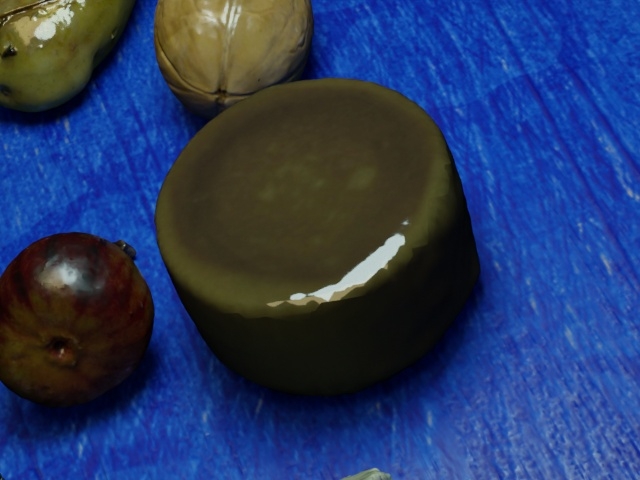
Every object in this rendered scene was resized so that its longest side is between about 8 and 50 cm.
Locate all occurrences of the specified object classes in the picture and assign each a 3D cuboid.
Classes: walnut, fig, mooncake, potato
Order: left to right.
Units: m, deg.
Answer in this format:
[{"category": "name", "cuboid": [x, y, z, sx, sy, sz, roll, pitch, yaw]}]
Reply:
[{"category": "potato", "cuboid": [-0.282, -0.273, 2.121, 0.173, 0.140, 0.300, 2, 53, 26]}, {"category": "fig", "cuboid": [-0.227, 0.051, 1.786, 0.148, 0.149, 0.202, 14, 59, -19]}, {"category": "walnut", "cuboid": [-0.090, -0.216, 1.992, 0.165, 0.165, 0.197, -4, 40, 15]}, {"category": "mooncake", "cuboid": [0.000, 0.000, 1.757, 0.284, 0.155, 0.284, -8, 48, 9]}]

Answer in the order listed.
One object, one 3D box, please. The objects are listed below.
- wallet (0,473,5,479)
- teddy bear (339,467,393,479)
[{"category": "wallet", "cuboid": [-0.464, 0.280, 1.715, 0.342, 0.075, 0.237, 8, 58, 23]}, {"category": "teddy bear", "cuboid": [0.031, 0.379, 1.431, 0.327, 0.375, 0.362, -24, 87, -5]}]
